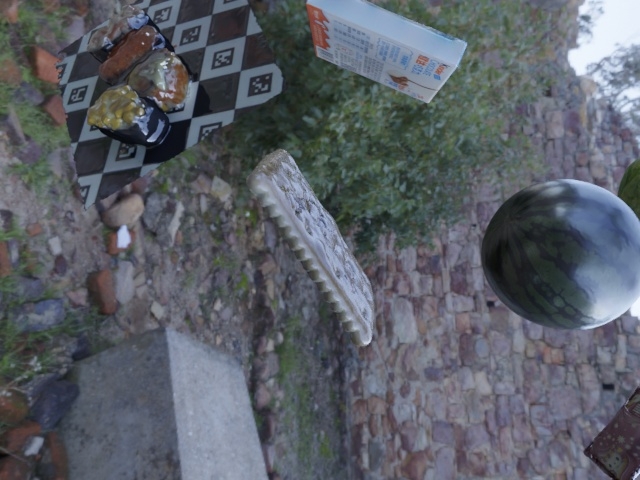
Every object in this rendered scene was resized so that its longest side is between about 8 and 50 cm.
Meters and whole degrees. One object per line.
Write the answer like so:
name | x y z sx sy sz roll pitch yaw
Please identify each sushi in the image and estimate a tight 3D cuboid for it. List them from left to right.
sushi | -0.195 -0.208 0.525 0.289 0.264 0.050 65 8 31

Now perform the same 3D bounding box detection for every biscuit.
biscuit | 0.000 0.000 0.789 0.324 0.044 0.217 58 17 -14

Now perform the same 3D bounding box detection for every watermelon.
watermelon | 0.335 0.022 0.666 0.212 0.212 0.212 -4 90 -74

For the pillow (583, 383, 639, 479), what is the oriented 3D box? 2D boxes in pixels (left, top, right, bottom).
pillow | 0.523 0.314 0.787 0.185 0.043 0.118 -51 -173 3

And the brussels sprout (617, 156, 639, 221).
brussels sprout | 0.793 -0.074 1.033 0.219 0.272 0.210 -52 157 -49

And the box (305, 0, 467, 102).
box | 0.110 -0.350 0.885 0.273 0.265 0.048 -62 176 -86
